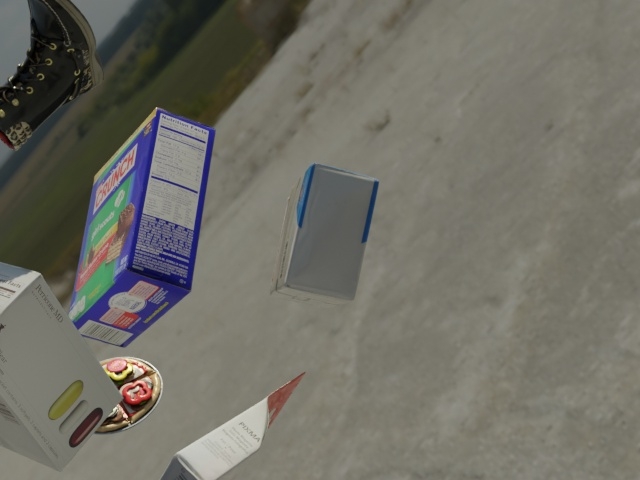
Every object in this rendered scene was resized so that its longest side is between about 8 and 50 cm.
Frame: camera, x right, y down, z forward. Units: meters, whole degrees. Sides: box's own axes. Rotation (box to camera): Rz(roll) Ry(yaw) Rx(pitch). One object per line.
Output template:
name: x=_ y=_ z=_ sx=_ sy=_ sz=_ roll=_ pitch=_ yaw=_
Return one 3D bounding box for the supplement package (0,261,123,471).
supplement package: x=-0.439 y=0.166 z=1.587 sx=0.204 sy=0.261 sz=0.145 roll=11 pitch=50 yaw=37

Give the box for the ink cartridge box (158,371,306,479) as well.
ink cartridge box: x=-0.105 y=0.263 z=1.274 sx=0.232 sy=0.066 sz=0.189 roll=-20 pitch=-30 yaw=-49

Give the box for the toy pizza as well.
toy pizza: x=-0.415 y=0.301 z=2.257 sx=0.201 sy=0.032 sz=0.201 roll=-5 pitch=42 yaw=4

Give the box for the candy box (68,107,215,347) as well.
candy box: x=-0.300 y=-0.020 z=1.885 sx=0.268 sy=0.122 sz=0.317 roll=-38 pitch=38 yaw=48

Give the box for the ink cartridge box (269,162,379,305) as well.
ink cartridge box: x=0.000 y=0.000 z=1.370 sx=0.203 sy=0.086 sz=0.148 roll=145 pitch=137 yaw=-81

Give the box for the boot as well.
boot: x=-0.397 y=-0.237 z=1.563 sx=0.178 sy=0.085 sz=0.236 roll=-46 pitch=-19 yaw=-16
